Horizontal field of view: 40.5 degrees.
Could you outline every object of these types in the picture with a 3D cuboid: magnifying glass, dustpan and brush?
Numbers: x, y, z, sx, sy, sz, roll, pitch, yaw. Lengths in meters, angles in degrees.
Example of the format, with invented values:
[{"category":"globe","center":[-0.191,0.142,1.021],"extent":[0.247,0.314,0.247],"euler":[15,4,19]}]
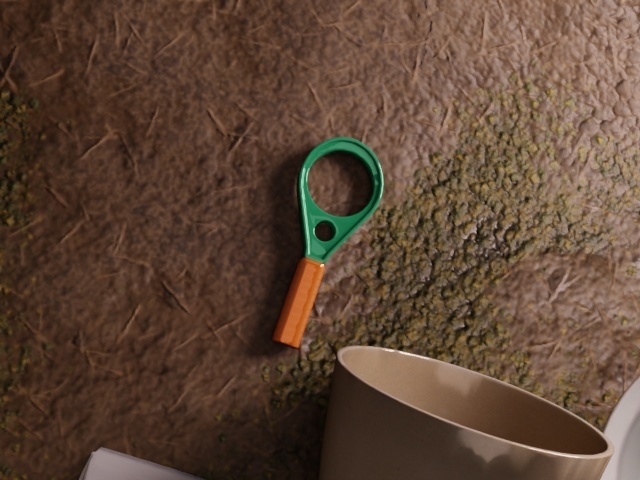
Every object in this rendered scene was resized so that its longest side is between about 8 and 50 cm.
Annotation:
[{"category":"magnifying glass","center":[0.000,0.000,0.912],"extent":[0.092,0.026,0.231],"euler":[21,76,-8]},{"category":"dustpan and brush","center":[-0.172,0.298,0.776],"extent":[0.147,0.211,0.060],"euler":[19,120,-5]}]

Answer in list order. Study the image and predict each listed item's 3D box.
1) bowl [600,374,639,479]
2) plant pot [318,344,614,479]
[{"category":"bowl","center":[0.433,0.253,0.873],"extent":[0.298,0.134,0.298],"euler":[-6,71,19]},{"category":"plant pot","center":[0.098,0.269,0.794],"extent":[0.256,0.256,0.274],"euler":[16,95,-9]}]
